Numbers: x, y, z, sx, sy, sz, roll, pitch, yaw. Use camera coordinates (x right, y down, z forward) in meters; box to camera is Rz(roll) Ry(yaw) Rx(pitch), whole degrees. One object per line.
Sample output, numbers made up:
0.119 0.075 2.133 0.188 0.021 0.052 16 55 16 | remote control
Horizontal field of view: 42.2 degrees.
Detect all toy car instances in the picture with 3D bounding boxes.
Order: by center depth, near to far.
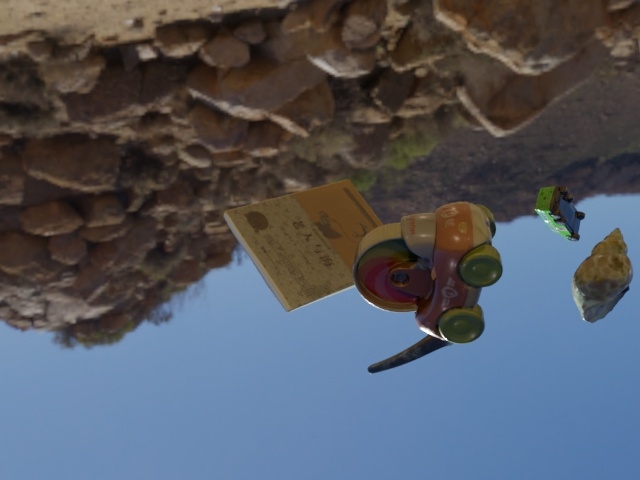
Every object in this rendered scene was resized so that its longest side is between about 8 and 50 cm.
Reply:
0.161 0.041 1.308 0.235 0.235 0.145 -4 -146 8 | toy car
0.530 -0.058 1.830 0.063 0.071 0.165 5 158 39 | toy car

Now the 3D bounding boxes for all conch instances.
0.552 0.078 1.635 0.116 0.172 0.106 -8 -144 -22 | conch

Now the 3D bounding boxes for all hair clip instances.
0.194 0.245 1.825 0.230 0.039 0.070 -29 -169 23 | hair clip

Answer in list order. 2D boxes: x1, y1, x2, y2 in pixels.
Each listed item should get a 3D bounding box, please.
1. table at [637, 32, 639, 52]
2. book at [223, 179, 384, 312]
0.691 -0.389 1.614 0.134 0.043 0.133 -14 -155 7 | table
0.000 0.000 1.840 0.389 0.269 0.032 -19 156 -43 | book
